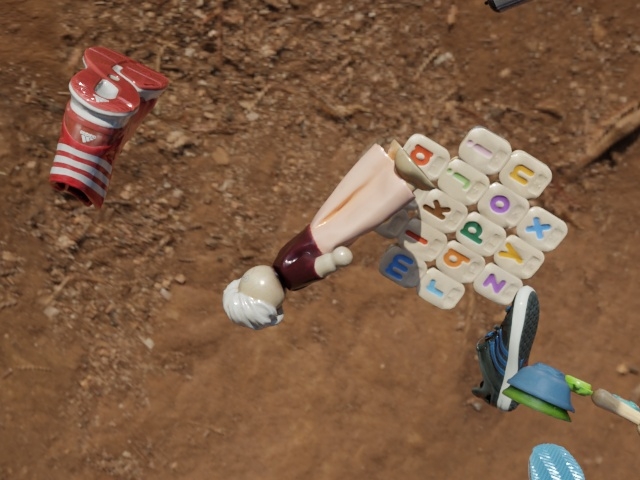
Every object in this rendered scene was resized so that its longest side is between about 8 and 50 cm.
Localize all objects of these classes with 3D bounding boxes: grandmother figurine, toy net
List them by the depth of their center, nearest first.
[{"bbox_3d":[0.286,0.172,0.827,0.122,0.232,0.045,26,87,-38],"label":"toy net"},{"bbox_3d":[0.000,0.000,1.247,0.342,0.208,0.104,-41,95,9],"label":"grandmother figurine"}]

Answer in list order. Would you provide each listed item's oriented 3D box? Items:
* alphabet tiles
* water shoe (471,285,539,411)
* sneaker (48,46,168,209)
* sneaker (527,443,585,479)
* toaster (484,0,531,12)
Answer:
[{"bbox_3d":[0.214,-0.028,1.339,0.278,0.021,0.284,29,117,-7],"label":"alphabet tiles"},{"bbox_3d":[0.269,0.159,1.319,0.073,0.080,0.203,-19,120,-53],"label":"water shoe"},{"bbox_3d":[-0.221,-0.110,0.875,0.087,0.221,0.128,27,108,-5],"label":"sneaker"},{"bbox_3d":[0.376,0.427,1.365,0.087,0.228,0.092,-11,150,-10],"label":"sneaker"},{"bbox_3d":[0.249,-0.389,1.107,0.186,0.110,0.168,-44,115,-52],"label":"toaster"}]
